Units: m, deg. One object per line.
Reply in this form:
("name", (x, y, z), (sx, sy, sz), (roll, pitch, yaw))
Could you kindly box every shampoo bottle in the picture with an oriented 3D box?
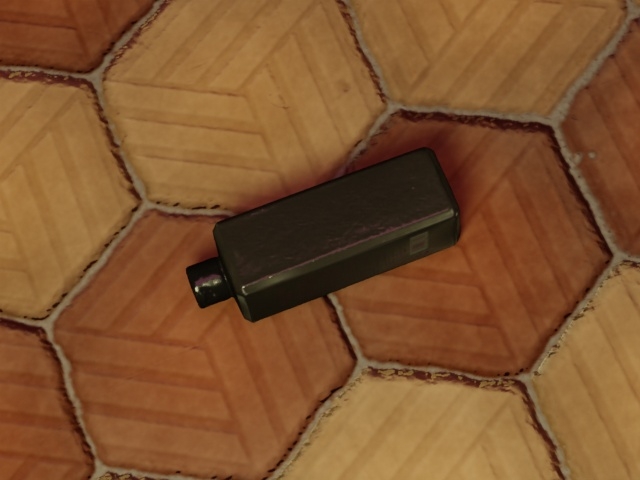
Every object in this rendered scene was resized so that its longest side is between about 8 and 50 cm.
("shampoo bottle", (0.000, 0.000, 1.714), (0.246, 0.080, 0.079), (-20, 66, -4))
